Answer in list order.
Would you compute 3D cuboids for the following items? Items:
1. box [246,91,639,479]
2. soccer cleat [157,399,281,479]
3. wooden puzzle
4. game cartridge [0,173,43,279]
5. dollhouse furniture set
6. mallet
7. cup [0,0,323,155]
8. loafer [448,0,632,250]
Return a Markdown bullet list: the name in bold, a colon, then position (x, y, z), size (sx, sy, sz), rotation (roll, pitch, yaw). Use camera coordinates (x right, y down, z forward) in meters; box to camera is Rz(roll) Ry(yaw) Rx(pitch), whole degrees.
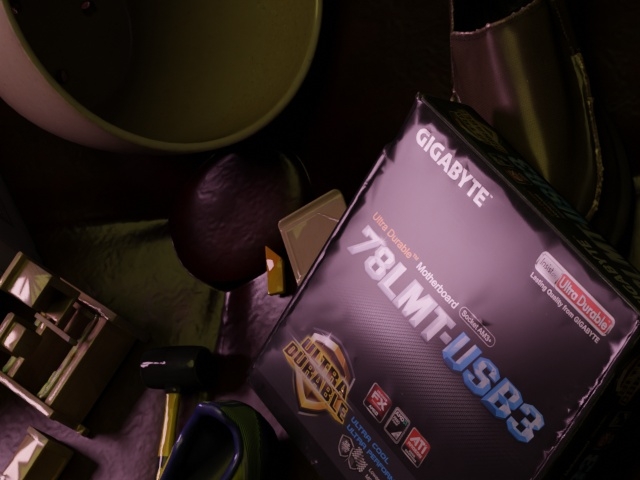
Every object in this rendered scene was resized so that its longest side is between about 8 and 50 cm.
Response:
- **box**: position (0.102, 0.087, 1.364), size (0.295, 0.073, 0.293), rotation (50, 120, 37)
- **soccer cleat**: position (-0.127, 0.261, 1.444), size (0.093, 0.121, 0.289), rotation (19, 78, 30)
- **wooden puzzle**: position (0.000, 0.000, 1.565), size (0.116, 0.014, 0.078), rotation (-24, 61, 20)
- **game cartridge**: position (-0.381, -0.089, 1.723), size (0.060, 0.196, 0.294), rotation (-35, 53, 4)
- **dollhouse furniture set**: position (-0.275, 0.113, 1.583), size (0.101, 0.161, 0.182), rotation (29, 83, 38)
- **mallet**: position (-0.142, 0.182, 1.552), size (0.062, 0.039, 0.190), rotation (3, 73, 31)
- **cup**: position (-0.197, -0.220, 1.635), size (0.237, 0.331, 0.331), rotation (-17, 56, 55)
- **loafer**: position (0.154, -0.131, 1.459), size (0.134, 0.130, 0.366), rotation (-22, 58, 21)
